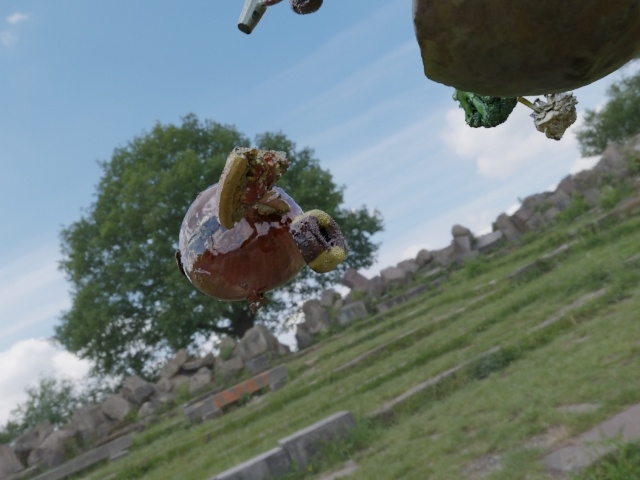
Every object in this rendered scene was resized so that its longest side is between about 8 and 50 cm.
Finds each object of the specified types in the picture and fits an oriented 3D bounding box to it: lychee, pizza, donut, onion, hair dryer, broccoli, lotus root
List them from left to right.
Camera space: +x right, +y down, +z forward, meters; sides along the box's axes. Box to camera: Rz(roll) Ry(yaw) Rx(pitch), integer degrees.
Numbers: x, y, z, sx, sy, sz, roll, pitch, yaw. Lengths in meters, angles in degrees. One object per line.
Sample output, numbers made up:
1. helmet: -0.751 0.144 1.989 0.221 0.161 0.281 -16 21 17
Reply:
1. onion: -0.196 0.005 1.483 0.354 0.353 0.353 -24 -13 -6
2. pizza: -0.113 -0.116 1.073 0.199 0.062 0.188 -41 -18 -40
3. hair dryer: -0.121 -0.537 1.293 0.154 0.106 0.054 -8 -34 46
4. lychee: -0.030 -0.509 1.209 0.067 0.083 0.068 22 -86 -37
5. donut: 0.000 0.000 1.194 0.059 0.140 0.140 -31 -14 28
6. broccoli: 0.425 -0.373 1.453 0.195 0.156 0.195 -62 -9 -17
7. lotus root: 0.266 -0.271 0.681 0.314 0.141 0.210 2 -18 7

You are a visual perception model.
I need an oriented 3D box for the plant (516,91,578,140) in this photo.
1. plant: 0.465 -0.265 1.186 0.104 0.122 0.116 -62 -27 0
